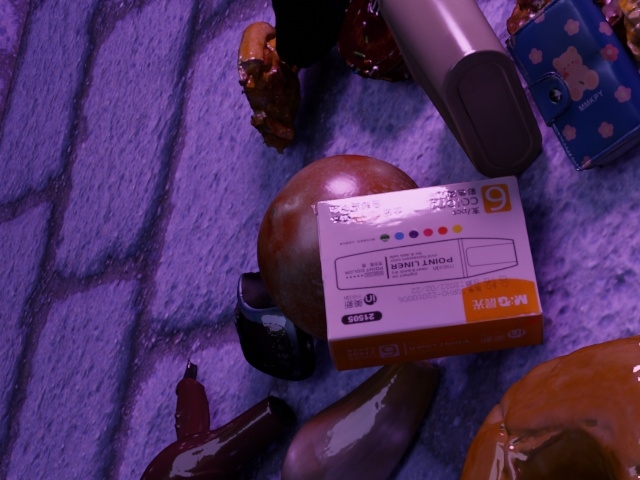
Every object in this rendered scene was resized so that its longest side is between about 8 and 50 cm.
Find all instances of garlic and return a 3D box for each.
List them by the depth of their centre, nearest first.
[{"bbox_3d":[0.048,0.271,1.937,0.318,0.112,0.143,-45,35,16],"label":"garlic"}]

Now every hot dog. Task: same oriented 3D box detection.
[{"bbox_3d":[0.326,-0.303,1.833,0.227,0.099,0.160,8,85,55],"label":"hot dog"}]

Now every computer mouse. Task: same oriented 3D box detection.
[{"bbox_3d":[-0.082,0.134,2.162,0.233,0.096,0.137,-140,43,-62],"label":"computer mouse"}]

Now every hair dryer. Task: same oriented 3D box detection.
[{"bbox_3d":[-0.177,0.280,2.288,0.312,0.123,0.340,-41,29,21],"label":"hair dryer"}]

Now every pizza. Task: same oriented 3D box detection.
[{"bbox_3d":[-0.076,-0.259,2.383,0.289,0.081,0.229,-51,-48,-78],"label":"pizza"}]

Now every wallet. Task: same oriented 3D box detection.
[{"bbox_3d":[0.322,-0.195,1.726,0.141,0.059,0.202,-39,75,43],"label":"wallet"}]

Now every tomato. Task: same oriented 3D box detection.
[{"bbox_3d":[0.023,0.005,1.998,0.270,0.222,0.270,-33,45,40],"label":"tomato"}]

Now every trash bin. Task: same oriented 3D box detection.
[{"bbox_3d":[0.188,-0.236,1.884,0.121,0.243,0.247,-28,44,4],"label":"trash bin"}]

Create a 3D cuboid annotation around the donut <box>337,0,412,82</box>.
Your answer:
[{"bbox_3d":[0.127,-0.349,2.168,0.235,0.089,0.235,-33,48,45],"label":"donut"}]

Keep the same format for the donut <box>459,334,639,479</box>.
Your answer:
[{"bbox_3d":[0.302,0.308,1.424,0.449,0.198,0.449,-31,48,42],"label":"donut"}]

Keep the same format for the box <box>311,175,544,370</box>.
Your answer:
[{"bbox_3d":[0.136,0.040,1.780,0.091,0.274,0.221,79,-177,-56],"label":"box"}]

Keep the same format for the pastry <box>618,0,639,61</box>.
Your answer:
[{"bbox_3d":[0.458,-0.300,1.621,0.250,0.102,0.154,-20,59,53],"label":"pastry"}]

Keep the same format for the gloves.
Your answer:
[{"bbox_3d":[-0.022,-0.381,2.335,0.301,0.152,0.197,-114,20,-62],"label":"gloves"}]
